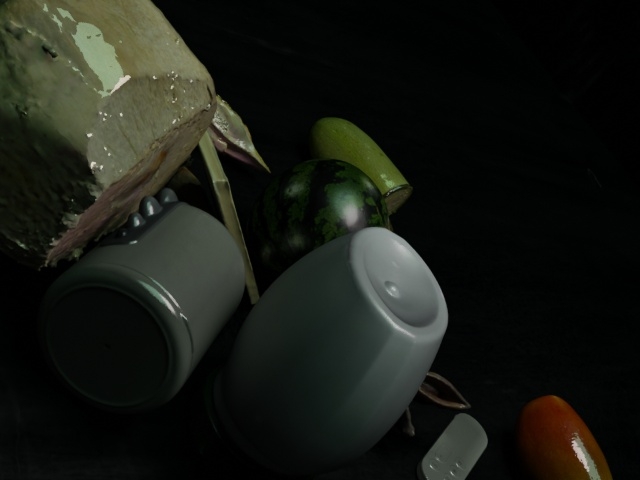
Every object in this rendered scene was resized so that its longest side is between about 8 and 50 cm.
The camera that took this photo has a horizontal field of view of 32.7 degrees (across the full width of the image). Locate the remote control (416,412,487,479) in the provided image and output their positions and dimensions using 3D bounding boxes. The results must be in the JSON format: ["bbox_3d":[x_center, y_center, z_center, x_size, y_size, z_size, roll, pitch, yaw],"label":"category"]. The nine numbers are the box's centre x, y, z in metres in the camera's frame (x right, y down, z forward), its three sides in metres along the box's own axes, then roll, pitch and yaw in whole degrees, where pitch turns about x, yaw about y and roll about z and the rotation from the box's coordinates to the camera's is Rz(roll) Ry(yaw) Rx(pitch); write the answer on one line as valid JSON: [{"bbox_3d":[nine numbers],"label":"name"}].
[{"bbox_3d":[0.222,0.359,1.830,0.077,0.022,0.245,47,29,6],"label":"remote control"}]

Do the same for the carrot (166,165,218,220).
[{"bbox_3d":[-0.207,-0.035,1.772,0.101,0.102,0.263,20,34,-34],"label":"carrot"}]

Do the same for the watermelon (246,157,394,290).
[{"bbox_3d":[0.001,-0.003,1.809,0.269,0.269,0.269,30,31,-20],"label":"watermelon"}]

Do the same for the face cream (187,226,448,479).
[{"bbox_3d":[-0.002,0.166,1.468,0.219,0.357,0.312,30,31,-21],"label":"face cream"}]

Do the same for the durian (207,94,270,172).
[{"bbox_3d":[-0.185,-0.194,2.042,0.224,0.078,0.140,48,15,-11],"label":"durian"}]

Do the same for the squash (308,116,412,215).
[{"bbox_3d":[0.066,-0.159,2.235,0.247,0.132,0.132,52,30,17],"label":"squash"}]

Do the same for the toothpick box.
[{"bbox_3d":[-0.226,0.062,1.483,0.229,0.229,0.316,40,28,-3],"label":"toothpick box"}]

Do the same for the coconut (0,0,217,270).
[{"bbox_3d":[-0.368,-0.195,1.487,0.404,0.404,0.405,30,31,-20],"label":"coconut"}]

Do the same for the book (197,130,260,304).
[{"bbox_3d":[-0.152,-0.054,1.725,0.289,0.026,0.201,77,-8,-46],"label":"book"}]

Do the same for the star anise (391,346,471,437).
[{"bbox_3d":[0.088,0.223,1.720,0.257,0.110,0.199,-21,81,-20],"label":"star anise"}]

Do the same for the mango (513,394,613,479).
[{"bbox_3d":[0.431,0.403,1.893,0.129,0.146,0.289,21,32,-54],"label":"mango"}]
